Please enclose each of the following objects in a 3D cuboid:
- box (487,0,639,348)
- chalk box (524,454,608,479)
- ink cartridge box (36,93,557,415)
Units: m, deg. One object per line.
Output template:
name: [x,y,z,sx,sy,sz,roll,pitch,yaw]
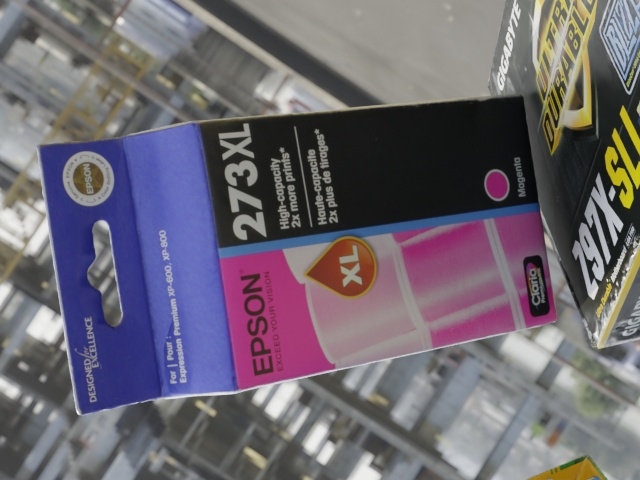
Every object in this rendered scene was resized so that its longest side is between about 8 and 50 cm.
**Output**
box: [0.204,-0.113,0.892,0.322,0.079,0.257,93,162,-59]
chalk box: [0.262,0.426,1.541,0.180,0.179,0.289,54,151,37]
ink cartridge box: [0.000,0.000,0.908,0.371,0.176,0.069,-9,180,-32]
